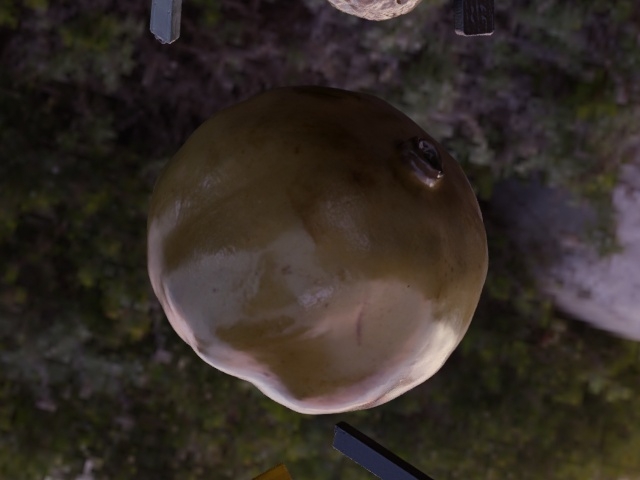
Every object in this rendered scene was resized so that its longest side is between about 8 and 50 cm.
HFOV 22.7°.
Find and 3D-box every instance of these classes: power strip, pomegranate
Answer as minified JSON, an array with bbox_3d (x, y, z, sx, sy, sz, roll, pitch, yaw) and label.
[{"bbox_3d":[-0.144,-0.221,1.499,0.027,0.017,0.083,34,140,19],"label":"power strip"},{"bbox_3d":[0.157,-0.266,1.644,0.037,0.111,0.029,-8,-165,-17],"label":"power strip"},{"bbox_3d":[0.000,0.000,1.537,0.332,0.333,0.332,12,163,4],"label":"pomegranate"}]

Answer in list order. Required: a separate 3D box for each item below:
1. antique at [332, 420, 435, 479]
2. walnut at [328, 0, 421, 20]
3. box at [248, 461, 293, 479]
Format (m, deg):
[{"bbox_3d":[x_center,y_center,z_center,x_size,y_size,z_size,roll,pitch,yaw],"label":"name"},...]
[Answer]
[{"bbox_3d":[0.089,0.247,1.664,0.192,0.031,0.015,31,-145,30],"label":"antique"},{"bbox_3d":[0.049,-0.317,1.690,0.155,0.155,0.184,2,168,33],"label":"walnut"},{"bbox_3d":[-0.038,0.361,1.491,0.152,0.269,0.043,-28,173,-8],"label":"box"}]
